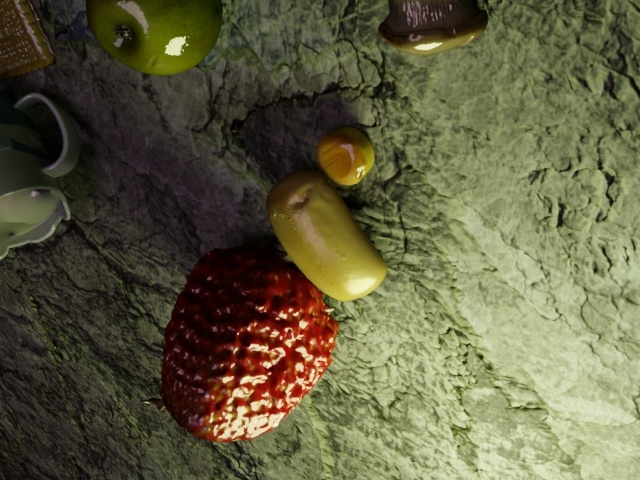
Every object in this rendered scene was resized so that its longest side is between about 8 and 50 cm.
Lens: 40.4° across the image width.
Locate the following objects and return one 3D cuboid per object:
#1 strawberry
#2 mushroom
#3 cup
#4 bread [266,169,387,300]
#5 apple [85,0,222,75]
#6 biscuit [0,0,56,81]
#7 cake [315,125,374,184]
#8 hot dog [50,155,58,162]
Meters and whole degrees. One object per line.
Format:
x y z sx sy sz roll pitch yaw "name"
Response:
-0.142 0.167 1.363 0.292 0.343 0.292 22 131 27 "strawberry"
0.101 -0.398 0.941 0.137 0.154 0.407 -16 118 -2 "mushroom"
-0.566 -0.140 1.546 0.289 0.219 0.257 -29 74 10 "cup"
0.000 0.000 1.301 0.217 0.098 0.147 54 160 -4 "bread"
-0.237 -0.327 1.228 0.196 0.157 0.196 21 138 21 "apple"
-0.582 -0.366 1.540 0.254 0.029 0.172 -6 114 38 "biscuit"
0.035 -0.121 1.246 0.084 0.044 0.084 19 128 27 "cake"
-0.493 -0.138 1.627 0.090 0.030 0.034 -21 103 42 "hot dog"
